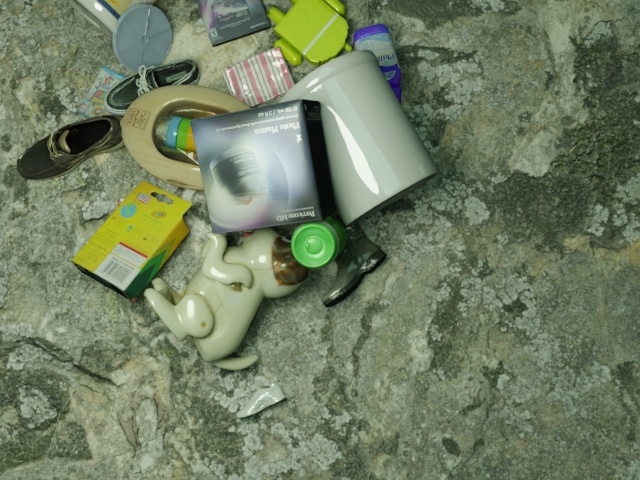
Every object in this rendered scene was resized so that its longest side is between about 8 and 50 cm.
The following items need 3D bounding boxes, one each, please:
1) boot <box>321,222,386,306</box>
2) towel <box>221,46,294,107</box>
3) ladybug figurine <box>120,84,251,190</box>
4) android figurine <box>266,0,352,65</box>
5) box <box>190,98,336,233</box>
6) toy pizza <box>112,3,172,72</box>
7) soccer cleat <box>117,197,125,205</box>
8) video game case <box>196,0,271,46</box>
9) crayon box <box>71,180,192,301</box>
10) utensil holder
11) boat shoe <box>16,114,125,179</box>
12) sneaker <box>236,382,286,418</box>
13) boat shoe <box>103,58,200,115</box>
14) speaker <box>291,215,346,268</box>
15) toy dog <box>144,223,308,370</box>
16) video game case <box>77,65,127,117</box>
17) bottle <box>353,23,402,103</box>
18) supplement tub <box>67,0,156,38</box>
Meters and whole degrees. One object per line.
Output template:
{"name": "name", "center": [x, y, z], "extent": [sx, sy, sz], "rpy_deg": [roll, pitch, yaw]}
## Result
{"name": "boot", "center": [0.062, 0.069, 1.754], "extent": [0.246, 0.083, 0.161], "rpy_deg": [-43, 73, -5]}
{"name": "towel", "center": [-0.191, -0.496, 1.814], "extent": [0.197, 0.029, 0.144], "rpy_deg": [-23, 98, -2]}
{"name": "ladybug figurine", "center": [-0.364, -0.295, 1.741], "extent": [0.449, 0.162, 0.305], "rpy_deg": [16, 83, 1]}
{"name": "android figurine", "center": [-0.026, -0.657, 1.830], "extent": [0.273, 0.056, 0.248], "rpy_deg": [39, 90, -1]}
{"name": "box", "center": [-0.137, -0.186, 1.494], "extent": [0.296, 0.183, 0.294], "rpy_deg": [-8, 100, 15]}
{"name": "toy pizza", "center": [-0.538, -0.608, 1.774], "extent": [0.032, 0.201, 0.201], "rpy_deg": [33, 83, 32]}
{"name": "soccer cleat", "center": [-0.594, -0.088, 1.784], "extent": [0.035, 0.029, 0.083], "rpy_deg": [-9, 79, 3]}
{"name": "video game case", "center": [-0.294, -0.769, 1.867], "extent": [0.196, 0.026, 0.274], "rpy_deg": [-20, 85, -2]}
{"name": "crayon box", "center": [-0.524, -0.006, 1.693], "extent": [0.202, 0.081, 0.318], "rpy_deg": [25, 65, 20]}
{"name": "utensil holder", "center": [0.109, -0.279, 1.664], "extent": [0.327, 0.327, 0.385], "rpy_deg": [-31, 87, -4]}
{"name": "boat shoe", "center": [-0.750, -0.291, 1.750], "extent": [0.355, 0.130, 0.132], "rpy_deg": [-26, 85, 1]}
{"name": "sneaker", "center": [-0.179, 0.468, 1.711], "extent": [0.152, 0.054, 0.061], "rpy_deg": [-26, 75, -9]}
{"name": "boat shoe", "center": [-0.514, -0.470, 1.783], "extent": [0.306, 0.105, 0.113], "rpy_deg": [-18, 90, -5]}
{"name": "speaker", "center": [0.000, 0.000, 1.586], "extent": [0.131, 0.296, 0.131], "rpy_deg": [1, 95, 7]}
{"name": "toy dog", "center": [-0.222, 0.130, 1.637], "extent": [0.408, 0.284, 0.395], "rpy_deg": [-37, 92, -5]}
{"name": "video game case", "center": [-0.663, -0.444, 1.832], "extent": [0.119, 0.015, 0.166], "rpy_deg": [27, 84, 3]}
{"name": "bottle", "center": [0.185, -0.512, 1.803], "extent": [0.118, 0.092, 0.283], "rpy_deg": [-14, 83, -3]}
{"name": "supplement tub", "center": [-0.593, -0.790, 1.767], "extent": [0.228, 0.228, 0.316], "rpy_deg": [37, 85, 4]}
